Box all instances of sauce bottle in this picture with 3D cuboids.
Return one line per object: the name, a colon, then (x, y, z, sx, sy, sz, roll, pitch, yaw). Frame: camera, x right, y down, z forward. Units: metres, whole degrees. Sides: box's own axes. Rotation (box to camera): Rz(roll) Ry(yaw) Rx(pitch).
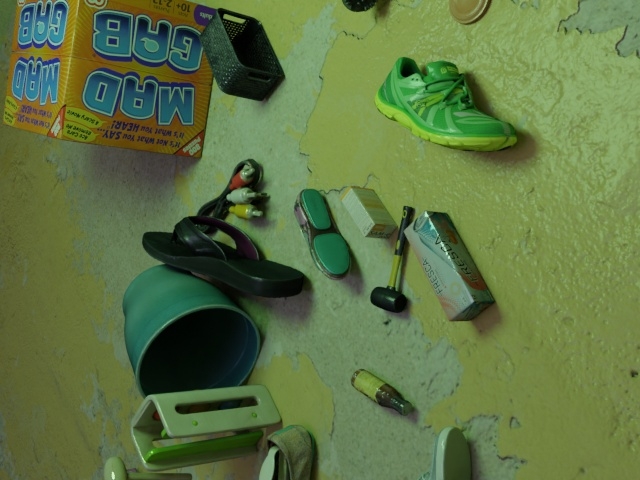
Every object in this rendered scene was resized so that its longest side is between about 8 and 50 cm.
sauce bottle: (0.108, 0.271, 1.405, 0.128, 0.042, 0.042, 27, 107, 48)

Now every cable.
cable: (-0.215, -0.096, 1.765, 0.287, 0.072, 0.139, -14, 81, 46)

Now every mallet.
mallet: (0.129, 0.032, 1.408, 0.062, 0.039, 0.190, 4, 87, 45)

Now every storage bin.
storage bin: (-0.172, -0.399, 1.702, 0.084, 0.122, 0.180, -44, 57, 36)

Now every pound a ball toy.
pound a ball toy: (-0.272, 0.390, 1.613, 0.208, 0.319, 0.136, -55, 50, 31)

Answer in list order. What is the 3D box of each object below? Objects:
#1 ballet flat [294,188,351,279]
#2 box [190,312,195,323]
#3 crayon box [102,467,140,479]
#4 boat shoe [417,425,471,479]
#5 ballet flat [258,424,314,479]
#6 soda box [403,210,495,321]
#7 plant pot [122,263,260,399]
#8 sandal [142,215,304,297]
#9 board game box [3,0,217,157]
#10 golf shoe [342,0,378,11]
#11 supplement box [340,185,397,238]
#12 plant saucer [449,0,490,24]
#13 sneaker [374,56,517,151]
ballet flat: (0.000, 0.000, 1.532, 0.079, 0.077, 0.221, 114, 142, -47)
box: (-0.346, 0.253, 1.926, 0.201, 0.021, 0.164, -28, 67, 44)
crayon box: (-0.445, 0.792, 1.936, 0.363, 0.106, 0.313, 27, 107, 46)
boat shoe: (0.191, 0.411, 1.276, 0.081, 0.079, 0.228, -1, 90, 44)
ballet flat: (-0.078, 0.521, 1.547, 0.107, 0.106, 0.316, -5, 84, 48)
soda box: (0.209, 0.041, 1.297, 0.063, 0.058, 0.183, -46, 56, 36)
plant pot: (-0.306, 0.186, 1.722, 0.255, 0.271, 0.272, 46, 120, 47)
sandal: (-0.208, 0.014, 1.690, 0.445, 0.167, 0.107, 16, 105, 38)
board game box: (-0.503, -0.412, 1.896, 0.356, 0.356, 0.356, 18, 100, 48)
golf shoe: (0.072, -0.549, 1.478, 0.120, 0.105, 0.273, -6, 77, 63)
supplement box: (0.087, -0.050, 1.436, 0.036, 0.062, 0.098, -53, 51, 31)
plant saucer: (0.247, -0.403, 1.319, 0.083, 0.013, 0.083, -3, 85, 47)
sneaker: (0.197, -0.226, 1.290, 0.295, 0.109, 0.124, 37, 118, 43)
